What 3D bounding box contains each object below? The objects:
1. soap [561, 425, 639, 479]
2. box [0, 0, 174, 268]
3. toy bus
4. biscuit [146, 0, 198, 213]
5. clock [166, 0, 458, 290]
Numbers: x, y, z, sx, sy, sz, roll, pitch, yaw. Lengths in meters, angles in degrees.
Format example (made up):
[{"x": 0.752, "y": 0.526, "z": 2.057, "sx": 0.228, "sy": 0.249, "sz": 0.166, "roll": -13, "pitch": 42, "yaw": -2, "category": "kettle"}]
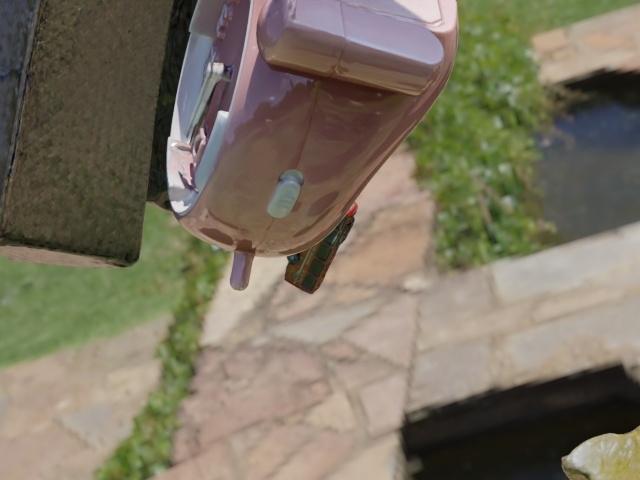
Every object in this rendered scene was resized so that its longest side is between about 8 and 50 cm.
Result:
[{"x": 0.400, "y": 0.266, "z": 1.677, "sx": 0.259, "sy": 0.281, "sz": 0.143, "roll": -20, "pitch": 52, "yaw": 17, "category": "soap"}, {"x": -0.235, "y": -0.117, "z": 1.390, "sx": 0.143, "sy": 0.273, "sz": 0.184, "roll": 12, "pitch": -6, "yaw": -44, "category": "box"}, {"x": 0.000, "y": 0.000, "z": 1.653, "sx": 0.043, "sy": 0.110, "sz": 0.031, "roll": 32, "pitch": 34, "yaw": 9, "category": "toy bus"}, {"x": -0.109, "y": -0.224, "z": 1.579, "sx": 0.091, "sy": 0.407, "sz": 0.407, "roll": -4, "pitch": 11, "yaw": -30, "category": "biscuit"}, {"x": -0.015, "y": -0.095, "z": 1.117, "sx": 0.142, "sy": 0.241, "sz": 0.227, "roll": 15, "pitch": 38, "yaw": -18, "category": "clock"}]
